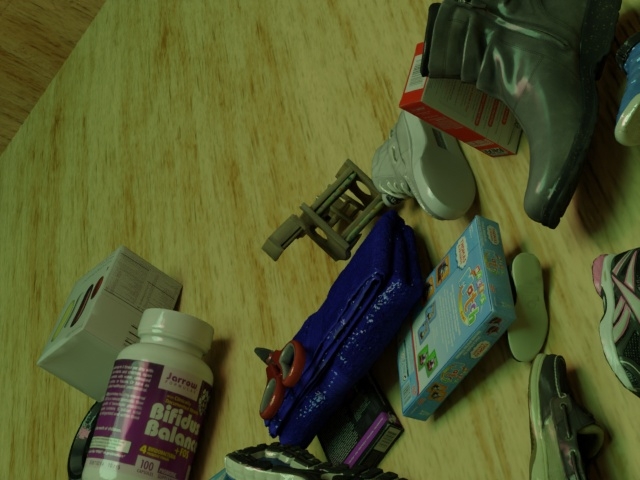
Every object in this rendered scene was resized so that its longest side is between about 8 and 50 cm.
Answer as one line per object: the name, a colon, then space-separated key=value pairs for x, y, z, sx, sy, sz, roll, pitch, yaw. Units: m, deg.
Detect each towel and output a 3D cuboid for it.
towel: x=0.022 y=0.118 z=1.572 sx=0.308 sy=0.076 sz=0.228 roll=-55 pitch=16 yaw=22

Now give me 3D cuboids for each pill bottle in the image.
pill bottle: x=-0.271 y=0.272 z=1.892 sx=0.169 sy=0.169 sz=0.302 roll=-14 pitch=57 yaw=54

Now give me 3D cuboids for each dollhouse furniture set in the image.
dollhouse furniture set: x=0.000 y=0.000 z=1.694 sx=0.182 sy=0.101 sz=0.161 roll=-46 pitch=-3 yaw=-25

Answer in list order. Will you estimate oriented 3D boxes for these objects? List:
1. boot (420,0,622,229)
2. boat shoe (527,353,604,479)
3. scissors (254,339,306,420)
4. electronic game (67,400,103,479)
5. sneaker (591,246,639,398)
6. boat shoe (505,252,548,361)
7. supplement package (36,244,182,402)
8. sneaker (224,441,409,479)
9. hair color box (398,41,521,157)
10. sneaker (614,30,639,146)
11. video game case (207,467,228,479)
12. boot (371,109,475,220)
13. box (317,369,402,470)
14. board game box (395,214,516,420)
boot: x=0.220 y=-0.180 z=1.375 sx=0.118 sy=0.222 sz=0.338 roll=89 pitch=-164 yaw=-62
boat shoe: x=0.258 y=0.209 z=1.195 sx=0.073 sy=0.080 sz=0.224 roll=-12 pitch=40 yaw=20
scissors: x=-0.059 y=0.162 z=1.618 sx=0.109 sy=0.021 sz=0.297 roll=-63 pitch=10 yaw=10
electronic game: x=-0.402 y=0.368 z=2.150 sx=0.229 sy=0.048 sz=0.229 roll=-42 pitch=30 yaw=31
sneaker: x=0.331 y=0.077 z=1.177 sx=0.077 sy=0.072 sz=0.178 roll=-28 pitch=51 yaw=32
boat shoe: x=0.236 y=0.082 z=1.349 sx=0.042 sy=0.048 sz=0.133 roll=122 pitch=154 yaw=-63
supplement package: x=-0.394 y=0.158 z=2.157 sx=0.194 sy=0.149 sz=0.203 roll=-35 pitch=29 yaw=42
sneaker: x=0.012 y=0.355 z=1.419 sx=0.330 sy=0.129 sz=0.147 roll=10 pitch=104 yaw=46
hair color box: x=0.189 y=-0.183 z=1.491 sx=0.053 sy=0.167 sz=0.093 roll=-5 pitch=64 yaw=58
sneaker: x=0.365 y=-0.180 z=1.315 sx=0.152 sy=0.058 sz=0.084 roll=-60 pitch=35 yaw=1
video game case: x=-0.189 y=0.423 z=1.735 sx=0.119 sy=0.015 sz=0.166 roll=-42 pitch=14 yaw=41
boot: x=0.136 y=-0.083 z=1.600 sx=0.123 sy=0.095 sz=0.258 roll=-54 pitch=23 yaw=31
box: x=0.044 y=0.243 z=1.550 sx=0.116 sy=0.029 sz=0.162 roll=-55 pitch=32 yaw=17
board game box: x=0.159 y=0.097 z=1.414 sx=0.160 sy=0.039 sz=0.211 roll=-92 pitch=26 yaw=-46
